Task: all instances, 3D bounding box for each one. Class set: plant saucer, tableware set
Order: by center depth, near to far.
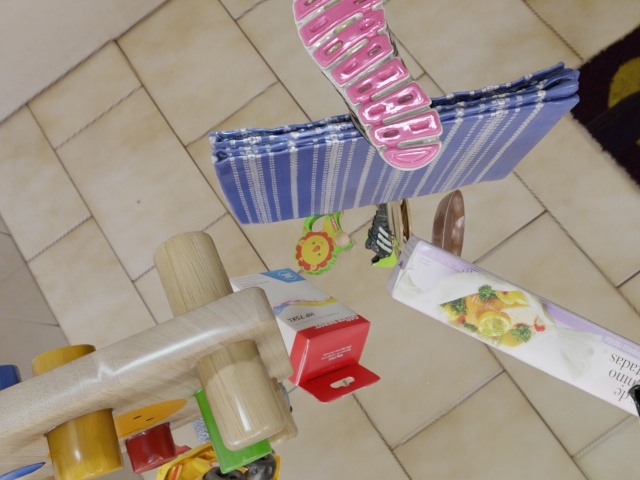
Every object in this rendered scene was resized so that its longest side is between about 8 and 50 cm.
[{"bbox_3d":[0.138,-0.043,1.028,0.039,0.194,0.128,-6,102,1],"label":"tableware set"},{"bbox_3d":[0.234,-0.011,1.121,0.029,0.168,0.168,6,78,26],"label":"plant saucer"}]

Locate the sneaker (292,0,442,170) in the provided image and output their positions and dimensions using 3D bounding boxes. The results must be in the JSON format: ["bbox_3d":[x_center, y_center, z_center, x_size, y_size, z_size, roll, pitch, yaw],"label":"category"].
[{"bbox_3d":[0.033,-0.124,0.443,0.063,0.075,0.170,-30,86,5],"label":"sneaker"}]

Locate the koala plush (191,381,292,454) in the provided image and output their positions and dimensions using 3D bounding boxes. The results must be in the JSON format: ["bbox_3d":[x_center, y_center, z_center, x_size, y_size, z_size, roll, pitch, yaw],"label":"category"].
[{"bbox_3d":[-0.140,0.341,1.232,0.203,0.221,0.196,21,55,-24],"label":"koala plush"}]

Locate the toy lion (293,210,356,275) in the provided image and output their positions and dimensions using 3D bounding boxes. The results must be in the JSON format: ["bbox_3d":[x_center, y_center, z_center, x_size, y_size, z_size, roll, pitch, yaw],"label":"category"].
[{"bbox_3d":[0.000,0.000,0.930,0.096,0.034,0.100,-28,59,15],"label":"toy lion"}]

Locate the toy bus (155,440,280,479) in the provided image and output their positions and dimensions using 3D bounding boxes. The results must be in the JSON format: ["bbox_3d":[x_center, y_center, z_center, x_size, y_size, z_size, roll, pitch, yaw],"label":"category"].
[{"bbox_3d":[-0.200,0.410,1.004,0.211,0.220,0.149,17,94,23],"label":"toy bus"}]

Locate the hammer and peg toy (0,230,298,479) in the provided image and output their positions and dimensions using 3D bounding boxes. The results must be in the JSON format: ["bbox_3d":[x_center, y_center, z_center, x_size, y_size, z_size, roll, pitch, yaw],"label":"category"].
[{"bbox_3d":[-0.146,0.141,0.465,0.266,0.361,0.127,-22,72,-9],"label":"hammer and peg toy"}]

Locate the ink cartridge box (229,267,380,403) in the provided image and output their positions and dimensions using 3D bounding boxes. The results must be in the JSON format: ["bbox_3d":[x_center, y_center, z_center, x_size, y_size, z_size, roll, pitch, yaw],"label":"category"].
[{"bbox_3d":[-0.025,0.130,0.887,0.231,0.134,0.078,30,115,37],"label":"ink cartridge box"}]

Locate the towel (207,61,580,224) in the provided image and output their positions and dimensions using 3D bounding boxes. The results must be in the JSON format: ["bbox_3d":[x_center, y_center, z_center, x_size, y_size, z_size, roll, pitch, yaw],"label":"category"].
[{"bbox_3d":[0.066,-0.085,0.627,0.336,0.243,0.040,-11,77,-3],"label":"towel"}]

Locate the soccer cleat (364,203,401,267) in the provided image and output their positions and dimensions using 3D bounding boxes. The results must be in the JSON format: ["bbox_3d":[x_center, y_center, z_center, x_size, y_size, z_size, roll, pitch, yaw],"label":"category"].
[{"bbox_3d":[0.121,-0.017,1.213,0.072,0.179,0.060,-5,34,7],"label":"soccer cleat"}]

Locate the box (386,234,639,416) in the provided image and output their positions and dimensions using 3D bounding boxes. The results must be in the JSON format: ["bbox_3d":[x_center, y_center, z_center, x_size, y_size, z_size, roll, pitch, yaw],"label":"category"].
[{"bbox_3d":[0.221,0.092,0.596,0.324,0.067,0.063,26,97,-2],"label":"box"}]

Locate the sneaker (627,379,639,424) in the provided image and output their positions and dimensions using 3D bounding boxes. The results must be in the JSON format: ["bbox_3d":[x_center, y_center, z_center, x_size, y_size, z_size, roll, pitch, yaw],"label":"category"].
[{"bbox_3d":[0.272,0.158,0.472,0.043,0.040,0.109,8,53,-29],"label":"sneaker"}]
